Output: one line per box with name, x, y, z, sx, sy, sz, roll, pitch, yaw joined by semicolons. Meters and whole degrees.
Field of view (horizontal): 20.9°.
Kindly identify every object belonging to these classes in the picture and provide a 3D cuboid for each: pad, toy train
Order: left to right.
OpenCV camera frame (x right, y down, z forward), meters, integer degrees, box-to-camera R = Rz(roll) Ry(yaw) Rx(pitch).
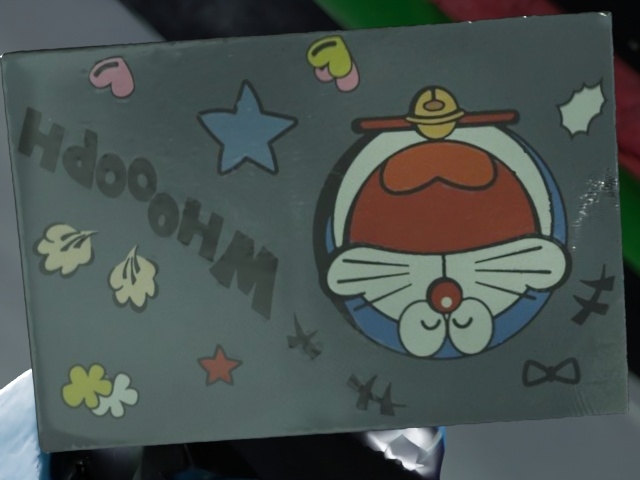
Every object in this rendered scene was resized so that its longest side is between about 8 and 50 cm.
toy train;-0.061;0.189;1.052;0.300;0.265;0.188;33;33;-38
pad;0.000;0.000;0.703;0.006;0.245;0.170;-94;180;-80
